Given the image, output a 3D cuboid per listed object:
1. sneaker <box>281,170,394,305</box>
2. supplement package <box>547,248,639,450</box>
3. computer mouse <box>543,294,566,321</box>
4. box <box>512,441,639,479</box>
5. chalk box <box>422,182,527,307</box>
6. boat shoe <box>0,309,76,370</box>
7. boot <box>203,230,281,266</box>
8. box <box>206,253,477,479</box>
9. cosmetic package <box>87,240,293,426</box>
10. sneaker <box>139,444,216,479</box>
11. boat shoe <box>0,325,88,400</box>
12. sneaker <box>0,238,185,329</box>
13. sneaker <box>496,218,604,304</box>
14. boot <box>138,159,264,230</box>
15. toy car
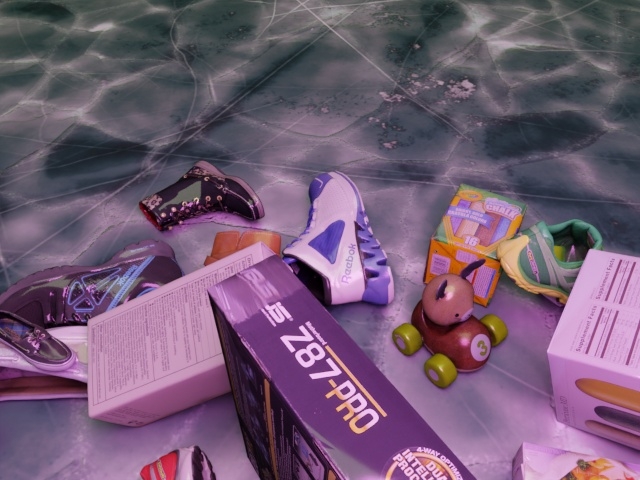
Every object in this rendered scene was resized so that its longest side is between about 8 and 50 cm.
[{"bbox_3d":[0.000,0.001,1.038,0.182,0.128,0.316,-11,48,-13],"label":"sneaker"},{"bbox_3d":[0.482,0.168,0.759,0.262,0.199,0.198,13,53,37],"label":"supplement package"},{"bbox_3d":[0.438,0.089,1.011,0.105,0.042,0.193,-19,54,-11],"label":"computer mouse"},{"bbox_3d":[0.428,0.344,0.744,0.323,0.067,0.063,9,47,8],"label":"box"},{"bbox_3d":[0.298,-0.008,1.041,0.132,0.132,0.213,21,51,21],"label":"chalk box"},{"bbox_3d":[-0.429,0.147,0.819,0.142,0.040,0.049,24,46,8],"label":"boat shoe"},{"bbox_3d":[-0.089,0.096,0.931,0.283,0.109,0.220,5,65,23],"label":"boot"},{"bbox_3d":[0.010,0.257,0.604,0.097,0.395,0.318,-28,51,-24],"label":"box"},{"bbox_3d":[-0.183,0.144,0.813,0.309,0.113,0.160,-22,58,13],"label":"cosmetic package"},{"bbox_3d":[-0.189,0.403,0.690,0.118,0.107,0.279,-19,43,7],"label":"sneaker"},{"bbox_3d":[-0.478,0.207,0.853,0.320,0.118,0.103,-3,42,-12],"label":"boat shoe"},{"bbox_3d":[-0.393,0.112,0.937,0.340,0.125,0.140,-25,55,-19],"label":"sneaker"},{"bbox_3d":[0.425,0.039,0.905,0.295,0.123,0.110,11,48,-30],"label":"sneaker"},{"bbox_3d":[-0.245,-0.068,1.139,0.178,0.085,0.236,-37,49,-28],"label":"boot"},{"bbox_3d":[0.217,0.111,0.886,0.155,0.189,0.149,-30,52,-25],"label":"toy car"}]
